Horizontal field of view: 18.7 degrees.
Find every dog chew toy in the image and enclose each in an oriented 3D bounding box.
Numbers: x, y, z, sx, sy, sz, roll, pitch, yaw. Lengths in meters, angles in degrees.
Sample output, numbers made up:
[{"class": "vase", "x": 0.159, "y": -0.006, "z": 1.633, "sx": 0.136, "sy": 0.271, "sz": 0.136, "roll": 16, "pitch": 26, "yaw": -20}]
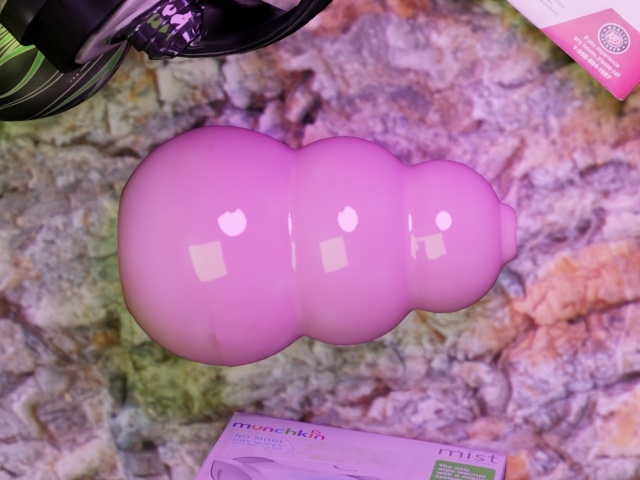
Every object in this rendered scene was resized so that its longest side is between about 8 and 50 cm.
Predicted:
[{"class": "dog chew toy", "x": 0.000, "y": 0.000, "z": 1.644, "sx": 0.331, "sy": 0.206, "sz": 0.207, "roll": -3, "pitch": 106, "yaw": 4}]

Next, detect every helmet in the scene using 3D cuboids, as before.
[{"class": "helmet", "x": -0.239, "y": -0.186, "z": 1.650, "sx": 0.169, "sy": 0.169, "sz": 0.161, "roll": 52, "pitch": 143, "yaw": -6}]

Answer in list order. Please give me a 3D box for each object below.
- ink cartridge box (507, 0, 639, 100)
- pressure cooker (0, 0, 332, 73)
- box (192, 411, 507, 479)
[{"class": "ink cartridge box", "x": 0.261, "y": -0.261, "z": 1.554, "sx": 0.172, "sy": 0.100, "sz": 0.237, "roll": 41, "pitch": 111, "yaw": -2}, {"class": "pressure cooker", "x": -0.140, "y": -0.318, "z": 1.365, "sx": 0.375, "sy": 0.370, "sz": 0.420, "roll": -40, "pitch": 93, "yaw": 14}, {"class": "box", "x": 0.020, "y": 0.265, "z": 1.695, "sx": 0.262, "sy": 0.231, "sz": 0.127, "roll": 8, "pitch": 108, "yaw": 10}]
